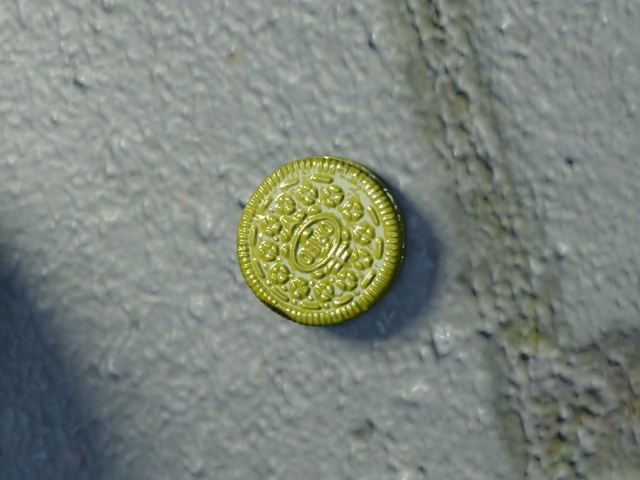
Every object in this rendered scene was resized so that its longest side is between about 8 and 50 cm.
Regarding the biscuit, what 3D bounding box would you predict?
[{"bbox_3d":[0.000,0.000,0.948,0.084,0.023,0.084,1,93,12],"label":"biscuit"}]
